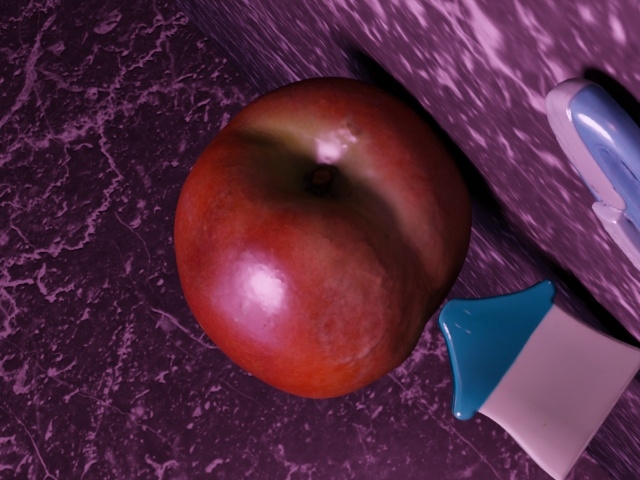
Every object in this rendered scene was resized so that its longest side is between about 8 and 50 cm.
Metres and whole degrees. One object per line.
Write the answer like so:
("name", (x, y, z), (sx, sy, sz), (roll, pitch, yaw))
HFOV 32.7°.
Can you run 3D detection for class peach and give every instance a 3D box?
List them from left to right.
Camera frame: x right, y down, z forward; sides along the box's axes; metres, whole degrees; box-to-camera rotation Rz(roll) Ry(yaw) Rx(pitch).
("peach", (0.000, 0.000, 0.892), (0.252, 0.252, 0.252), (48, 180, 0))

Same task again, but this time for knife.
("knife", (0.162, 0.015, 0.479), (0.222, 0.031, 0.064), (48, 176, -24))

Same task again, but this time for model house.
("model house", (0.156, 0.096, 0.853), (0.149, 0.127, 0.100), (35, 178, 6))
